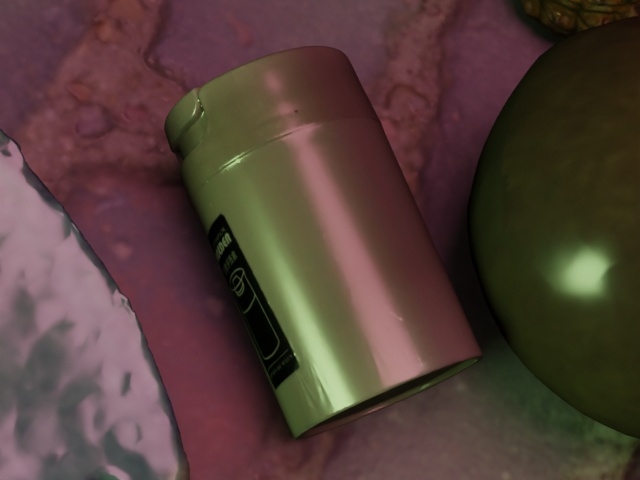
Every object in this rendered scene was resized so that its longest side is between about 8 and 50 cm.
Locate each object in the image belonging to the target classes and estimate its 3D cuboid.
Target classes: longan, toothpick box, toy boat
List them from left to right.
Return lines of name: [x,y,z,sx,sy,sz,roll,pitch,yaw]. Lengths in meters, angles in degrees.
toy boat: [-0.209,0.051,0.533,0.215,0.123,0.330,-41,97,-31]
toothpick box: [0.000,0.000,0.604,0.111,0.111,0.181,-18,77,-23]
longan: [0.195,0.000,0.614,0.246,0.215,0.246,15,66,-36]

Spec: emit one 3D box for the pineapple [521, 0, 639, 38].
pineapple: [0.210,-0.222,0.687,0.128,0.248,0.128,8,65,-18]
